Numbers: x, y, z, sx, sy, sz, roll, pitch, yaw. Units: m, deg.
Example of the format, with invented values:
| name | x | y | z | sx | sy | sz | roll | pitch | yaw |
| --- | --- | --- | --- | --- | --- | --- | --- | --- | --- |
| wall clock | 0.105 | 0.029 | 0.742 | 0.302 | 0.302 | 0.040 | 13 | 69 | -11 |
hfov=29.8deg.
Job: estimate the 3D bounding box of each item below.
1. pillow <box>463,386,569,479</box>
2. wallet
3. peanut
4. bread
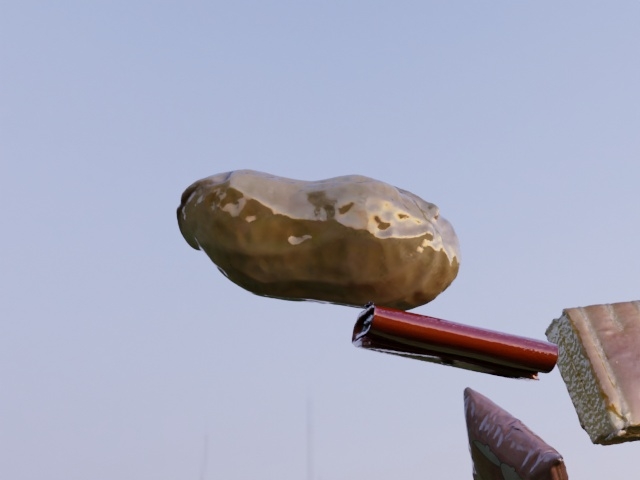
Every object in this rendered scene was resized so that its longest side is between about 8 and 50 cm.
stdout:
| name | x | y | z | sx | sy | sz | roll | pitch | yaw |
| --- | --- | --- | --- | --- | --- | --- | --- | --- | --- |
| pillow | 0.309 | 0.360 | 1.877 | 0.084 | 0.236 | 0.223 | -31 | -55 | -24 |
| wallet | 0.141 | 0.113 | 1.300 | 0.204 | 0.045 | 0.142 | 12 | -11 | -4 |
| peanut | 0.000 | 0.003 | 1.441 | 0.340 | 0.158 | 0.174 | 1 | -13 | 2 |
| bread | 0.539 | 0.223 | 2.033 | 0.239 | 0.246 | 0.111 | -5 | -32 | -16 |
